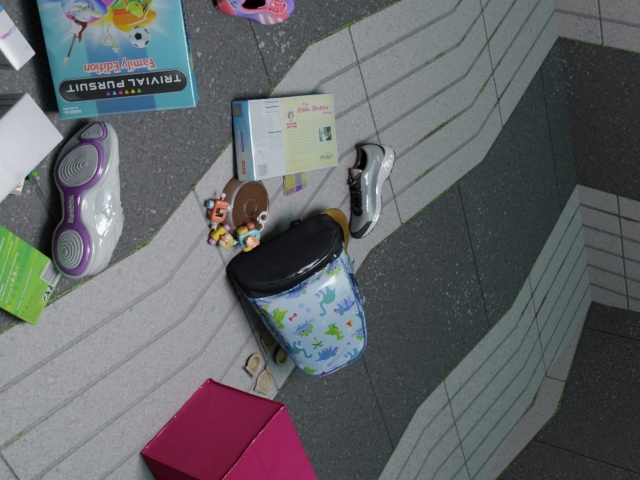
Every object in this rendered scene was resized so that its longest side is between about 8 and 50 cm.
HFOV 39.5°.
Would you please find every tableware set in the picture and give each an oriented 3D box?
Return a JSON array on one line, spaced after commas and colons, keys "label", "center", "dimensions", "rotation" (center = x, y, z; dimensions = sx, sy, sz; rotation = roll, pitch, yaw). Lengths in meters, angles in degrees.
[{"label": "tableware set", "center": [-0.133, 0.308, 2.294], "dimensions": [0.169, 0.020, 0.141], "rotation": [-58, 138, -24]}]

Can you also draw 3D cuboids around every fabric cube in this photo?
[{"label": "fabric cube", "center": [-0.206, 0.519, 2.065], "dimensions": [0.259, 0.254, 0.258], "rotation": [-46, 131, -35]}]

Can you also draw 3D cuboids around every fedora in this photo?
[{"label": "fedora", "center": [0.000, 0.000, 2.335], "dimensions": [0.194, 0.079, 0.194], "rotation": [-27, 123, -51]}]

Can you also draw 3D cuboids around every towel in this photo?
[{"label": "towel", "center": [-0.066, -0.152, 2.265], "dimensions": [0.083, 0.009, 0.060], "rotation": [-28, 120, -46]}]

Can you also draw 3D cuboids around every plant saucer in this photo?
[{"label": "plant saucer", "center": [-0.175, -0.078, 2.128], "dimensions": [0.168, 0.029, 0.168], "rotation": [-20, 116, -49]}]

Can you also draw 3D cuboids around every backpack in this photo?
[{"label": "backpack", "center": [-0.024, 0.160, 2.203], "dimensions": [0.290, 0.273, 0.355], "rotation": [-26, 140, -9]}]

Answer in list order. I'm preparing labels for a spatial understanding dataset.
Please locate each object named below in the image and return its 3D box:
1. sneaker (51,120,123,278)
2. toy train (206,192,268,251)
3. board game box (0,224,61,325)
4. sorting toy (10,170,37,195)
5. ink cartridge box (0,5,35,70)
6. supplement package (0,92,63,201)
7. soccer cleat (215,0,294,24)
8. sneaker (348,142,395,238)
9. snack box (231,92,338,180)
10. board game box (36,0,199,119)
[{"label": "sneaker", "center": [-0.444, -0.079, 1.738], "dimensions": [0.152, 0.114, 0.305], "rotation": [8, 91, -75]}, {"label": "toy train", "center": [-0.193, -0.034, 2.059], "dimensions": [0.166, 0.046, 0.125], "rotation": [15, 103, -34]}, {"label": "board game box", "center": [-0.567, 0.054, 1.602], "dimensions": [0.124, 0.039, 0.259], "rotation": [-66, 157, -16]}, {"label": "sorting toy", "center": [-0.557, -0.115, 1.632], "dimensions": [0.083, 0.012, 0.062], "rotation": [15, 83, -50]}, {"label": "ink cartridge box", "center": [-0.555, -0.349, 1.506], "dimensions": [0.052, 0.088, 0.122], "rotation": [-57, 138, -26]}, {"label": "supplement package", "center": [-0.556, -0.158, 1.537], "dimensions": [0.179, 0.105, 0.105], "rotation": [-54, 130, -28]}, {"label": "soccer cleat", "center": [-0.129, -0.532, 2.007], "dimensions": [0.248, 0.095, 0.083], "rotation": [-8, 105, -51]}, {"label": "sneaker", "center": [0.117, -0.139, 2.454], "dimensions": [0.108, 0.100, 0.272], "rotation": [10, 95, -29]}, {"label": "snack box", "center": [-0.078, -0.256, 2.165], "dimensions": [0.322, 0.060, 0.187], "rotation": [-15, 105, -50]}, {"label": "board game box", "center": [-0.369, -0.400, 1.609], "dimensions": [0.079, 0.253, 0.336], "rotation": [-94, 179, -69]}]
